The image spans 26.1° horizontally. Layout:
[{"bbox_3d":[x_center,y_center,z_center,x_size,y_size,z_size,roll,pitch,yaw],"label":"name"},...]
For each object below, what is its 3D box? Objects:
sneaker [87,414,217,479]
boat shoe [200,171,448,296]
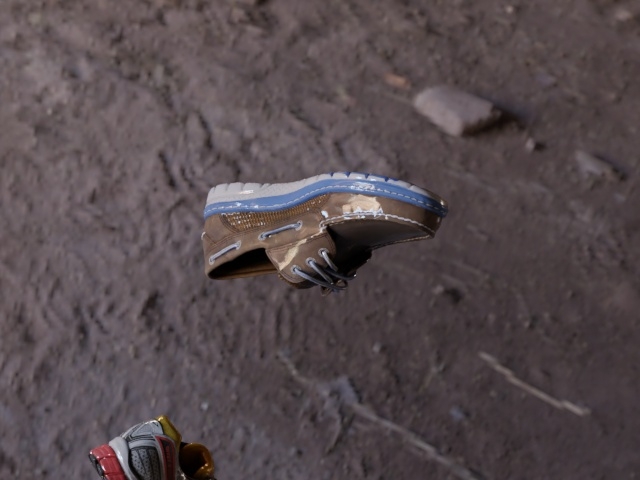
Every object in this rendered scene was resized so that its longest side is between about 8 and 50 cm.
[{"bbox_3d":[-0.128,0.248,1.311,0.093,0.225,0.088,-36,47,-7],"label":"sneaker"},{"bbox_3d":[0.000,0.000,0.860,0.066,0.183,0.066,25,70,-44],"label":"boat shoe"}]
